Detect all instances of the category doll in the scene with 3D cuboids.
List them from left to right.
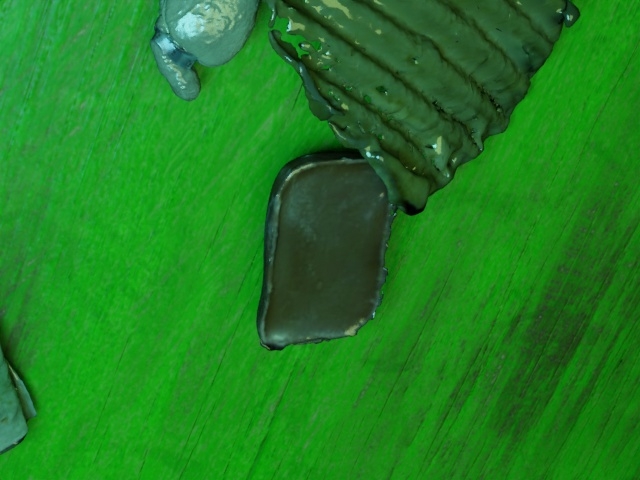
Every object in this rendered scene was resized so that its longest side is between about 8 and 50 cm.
[{"bbox_3d":[-0.117,-0.252,1.211,0.103,0.071,0.214,19,102,-26],"label":"doll"}]

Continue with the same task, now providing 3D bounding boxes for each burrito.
[{"bbox_3d":[-0.421,0.154,1.303,0.143,0.089,0.229,-17,120,-12],"label":"burrito"}]

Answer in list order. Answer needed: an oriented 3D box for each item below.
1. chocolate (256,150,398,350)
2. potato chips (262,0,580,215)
[{"bbox_3d":[0.000,0.001,1.361,0.161,0.083,0.262,-1,120,-21],"label":"chocolate"},{"bbox_3d":[0.120,-0.248,1.265,0.373,0.097,0.389,-43,118,-14],"label":"potato chips"}]
